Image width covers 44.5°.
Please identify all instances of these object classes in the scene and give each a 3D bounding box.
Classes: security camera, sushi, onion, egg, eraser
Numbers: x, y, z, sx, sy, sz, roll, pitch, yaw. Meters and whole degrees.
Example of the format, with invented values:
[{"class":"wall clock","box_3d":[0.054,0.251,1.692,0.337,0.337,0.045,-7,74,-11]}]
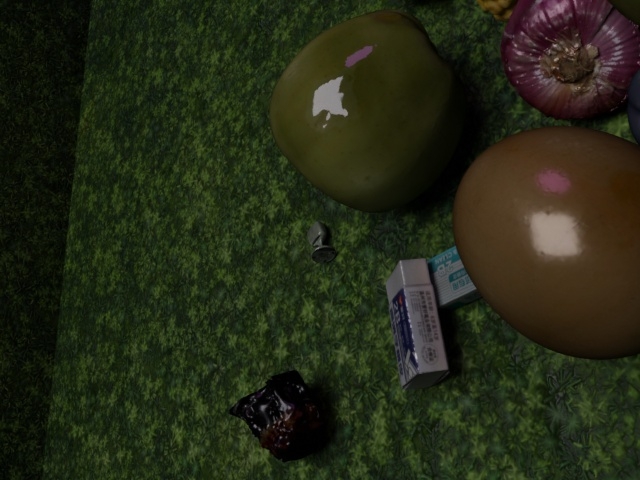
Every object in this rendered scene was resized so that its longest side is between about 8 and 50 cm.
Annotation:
[{"class":"security camera","box_3d":[0.000,0.000,1.697,0.058,0.058,0.092,-45,38,32]},{"class":"sushi","box_3d":[-0.068,0.367,1.587,0.172,0.153,0.150,-48,60,42]},{"class":"onion","box_3d":[0.401,-0.309,1.227,0.230,0.230,0.163,-32,20,40]},{"class":"egg","box_3d":[0.351,-0.006,1.090,0.301,0.301,0.374,-57,49,22]},{"class":"eraser","box_3d":[0.285,0.037,1.348,0.225,0.052,0.095,-32,56,40]},{"class":"eraser","box_3d":[0.170,0.151,1.406,0.124,0.068,0.210,107,157,-65]}]

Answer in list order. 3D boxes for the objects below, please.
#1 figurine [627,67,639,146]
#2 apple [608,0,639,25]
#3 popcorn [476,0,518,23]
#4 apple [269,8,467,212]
[{"class":"figurine","box_3d":[0.538,-0.173,1.030,0.265,0.175,0.197,43,117,54]},{"class":"apple","box_3d":[0.527,-0.470,0.923,0.473,0.473,0.473,-16,68,46]},{"class":"popcorn","box_3d":[0.346,-0.481,1.305,0.250,0.190,0.250,-35,29,23]},{"class":"apple","box_3d":[0.093,-0.234,1.432,0.357,0.357,0.357,-16,68,46]}]
